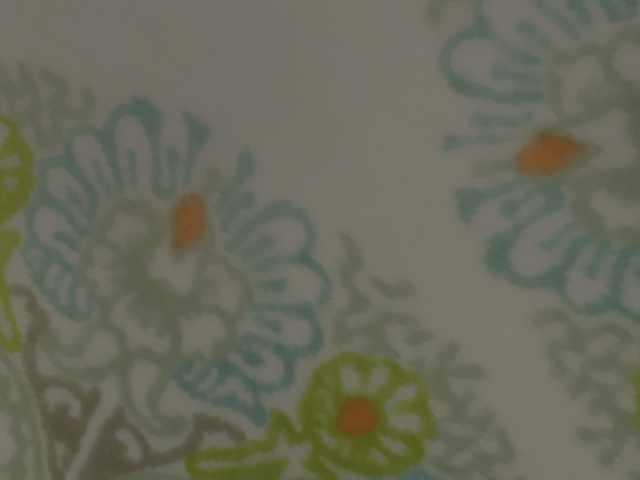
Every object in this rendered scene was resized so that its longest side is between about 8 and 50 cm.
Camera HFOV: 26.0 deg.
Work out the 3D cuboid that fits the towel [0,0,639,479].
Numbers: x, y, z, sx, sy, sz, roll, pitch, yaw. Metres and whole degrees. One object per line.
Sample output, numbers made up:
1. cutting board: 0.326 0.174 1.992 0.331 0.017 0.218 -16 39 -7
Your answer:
1. towel: 0.000 0.000 0.452 0.320 0.374 0.090 31 27 10
